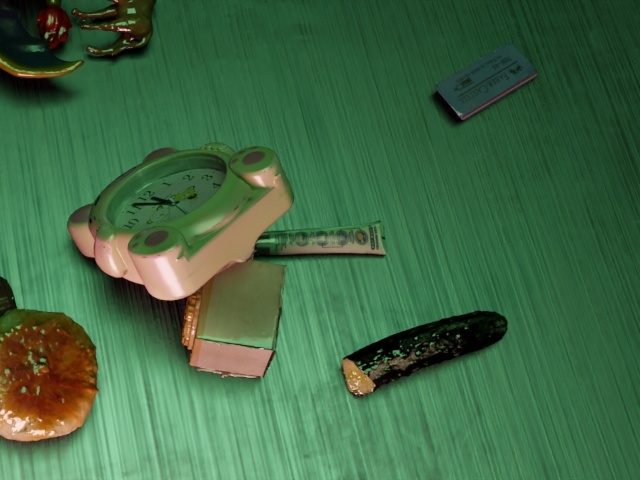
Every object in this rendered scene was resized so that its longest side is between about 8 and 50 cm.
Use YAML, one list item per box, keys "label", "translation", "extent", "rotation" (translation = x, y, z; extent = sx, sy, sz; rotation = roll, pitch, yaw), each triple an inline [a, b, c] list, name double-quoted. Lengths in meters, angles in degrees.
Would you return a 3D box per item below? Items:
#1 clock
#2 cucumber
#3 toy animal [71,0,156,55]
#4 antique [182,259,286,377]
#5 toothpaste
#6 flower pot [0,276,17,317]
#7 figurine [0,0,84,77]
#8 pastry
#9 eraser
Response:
- label: "clock"
  translation: [-0.224, -0.044, 1.587]
  extent: [0.309, 0.114, 0.284]
  rotation: [16, 50, 43]
- label: "cucumber"
  translation: [0.181, 0.170, 1.699]
  extent: [0.304, 0.081, 0.072]
  rotation: [-19, 43, -20]
- label: "toy animal"
  translation: [-0.337, -0.444, 1.847]
  extent: [0.230, 0.066, 0.224]
  rotation: [-18, 74, -21]
- label: "antique"
  translation: [-0.137, 0.120, 1.604]
  extent: [0.148, 0.146, 0.151]
  rotation: [10, 63, -8]
- label: "toothpaste"
  translation: [0.000, 0.000, 1.750]
  extent: [0.239, 0.039, 0.062]
  rotation: [-3, 72, -17]
- label: "flower pot"
  translation: [-0.511, 0.095, 1.552]
  extent: [0.089, 0.111, 0.111]
  rotation: [-20, 72, -35]
- label: "figurine"
  translation: [-0.584, -0.431, 1.672]
  extent: [0.387, 0.268, 0.401]
  rotation: [-22, 76, -23]
- label: "pastry"
  translation: [-0.416, 0.193, 1.502]
  extent: [0.182, 0.093, 0.192]
  rotation: [4, 75, -35]
- label: "eraser"
  translation: [0.317, -0.303, 1.965]
  extent: [0.225, 0.036, 0.082]
  rotation: [-31, 75, -24]
